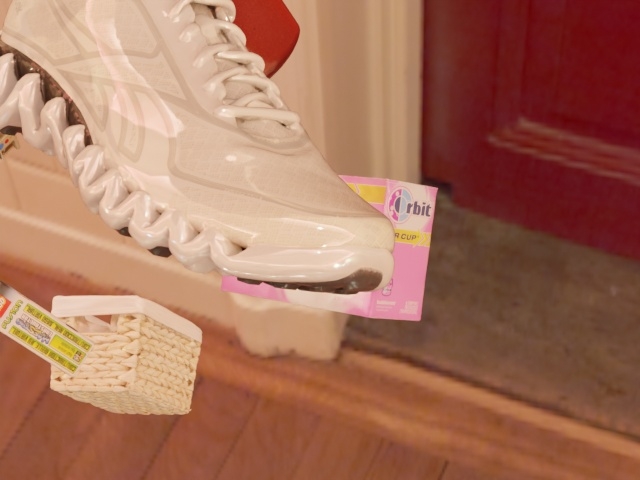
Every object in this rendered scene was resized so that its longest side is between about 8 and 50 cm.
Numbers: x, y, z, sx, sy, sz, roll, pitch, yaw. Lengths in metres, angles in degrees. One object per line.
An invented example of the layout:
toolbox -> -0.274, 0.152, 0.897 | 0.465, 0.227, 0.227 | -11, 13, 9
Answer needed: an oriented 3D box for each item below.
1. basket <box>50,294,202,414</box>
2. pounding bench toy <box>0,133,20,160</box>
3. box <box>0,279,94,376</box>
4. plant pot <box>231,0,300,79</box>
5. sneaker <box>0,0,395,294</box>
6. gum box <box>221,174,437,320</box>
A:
basket -> -0.213, 0.128, 1.505 | 0.113, 0.167, 0.103 | -1, 73, 19
pounding bench toy -> -0.452, -0.140, 1.853 | 0.052, 0.083, 0.065 | 34, 66, 18
box -> -0.296, 0.052, 1.220 | 0.207, 0.114, 0.036 | 19, 74, 51
plant pot -> -0.198, -0.259, 1.721 | 0.267, 0.267, 0.235 | -29, 25, 11
sneaker -> -0.070, -0.069, 0.667 | 0.292, 0.118, 0.110 | 35, 16, 36
gum box -> 0.000, 0.000, 1.128 | 0.188, 0.062, 0.107 | 7, 90, 45
